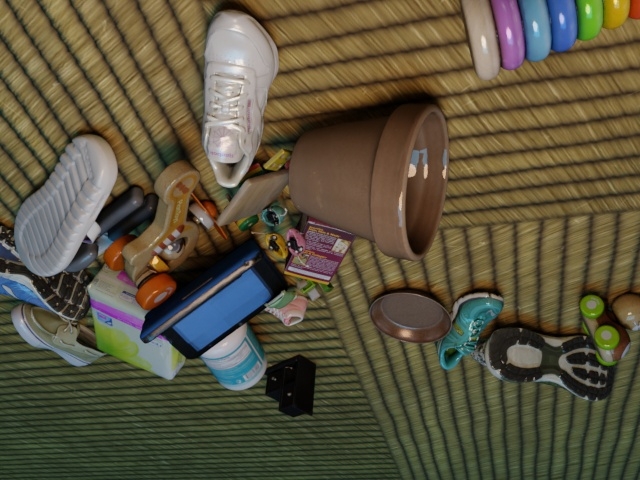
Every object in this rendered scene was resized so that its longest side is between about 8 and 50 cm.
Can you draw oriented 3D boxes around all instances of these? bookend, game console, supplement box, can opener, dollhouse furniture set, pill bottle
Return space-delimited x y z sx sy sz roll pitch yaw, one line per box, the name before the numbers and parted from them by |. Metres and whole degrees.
bookend | -0.095 0.423 1.830 0.157 0.156 0.072 -28 131 35
game console | -0.210 0.149 1.396 0.293 0.250 0.173 -37 103 -3
supplement box | 0.000 0.000 1.356 0.104 0.081 0.188 15 140 -11
can opener | -0.442 -0.016 1.380 0.280 0.093 0.074 -33 140 31
dollhouse furniture set | -0.046 0.129 1.500 0.151 0.058 0.076 -38 164 14
pill bottle | -0.237 0.257 1.647 0.146 0.146 0.264 -6 139 13

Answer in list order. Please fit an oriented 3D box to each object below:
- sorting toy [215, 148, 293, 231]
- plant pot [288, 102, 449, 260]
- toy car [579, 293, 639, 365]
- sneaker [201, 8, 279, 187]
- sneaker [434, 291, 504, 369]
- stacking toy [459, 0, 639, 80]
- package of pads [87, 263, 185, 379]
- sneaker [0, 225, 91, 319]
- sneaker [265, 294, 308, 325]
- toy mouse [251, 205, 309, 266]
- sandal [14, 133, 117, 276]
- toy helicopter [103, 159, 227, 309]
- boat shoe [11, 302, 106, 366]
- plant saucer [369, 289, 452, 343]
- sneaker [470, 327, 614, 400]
sorting toy | -0.123 -0.101 1.224 0.046 0.132 0.274 54 132 11
plant pot | 0.078 -0.109 1.119 0.229 0.263 0.263 10 145 25
toy car | 0.698 0.181 1.477 0.188 0.149 0.155 -22 148 13
sneaker | -0.132 -0.215 1.050 0.114 0.152 0.305 7 140 0
sneaker | 0.357 0.216 1.566 0.107 0.110 0.275 13 140 -10
stacking toy | 0.363 -0.326 0.886 0.330 0.141 0.141 -12 138 14
package of pads | -0.434 0.206 1.601 0.229 0.101 0.296 23 141 5
sneaker | -0.675 0.079 1.513 0.147 0.130 0.330 -12 137 41
sneaker | -0.100 0.167 1.583 0.134 0.070 0.051 3 143 3
toy mouse | -0.069 -0.021 1.287 0.161 0.031 0.143 41 143 23
sandal | -0.494 -0.053 1.317 0.416 0.169 0.102 -36 166 39
toy helicopter | -0.275 -0.035 1.260 0.140 0.235 0.355 47 145 14
boat shoe | -0.677 0.237 1.719 0.094 0.109 0.302 -23 145 8
plant saucer | 0.217 0.176 1.571 0.198 0.036 0.198 11 139 9
sneaker | 0.562 0.301 1.670 0.410 0.158 0.182 17 171 -18
